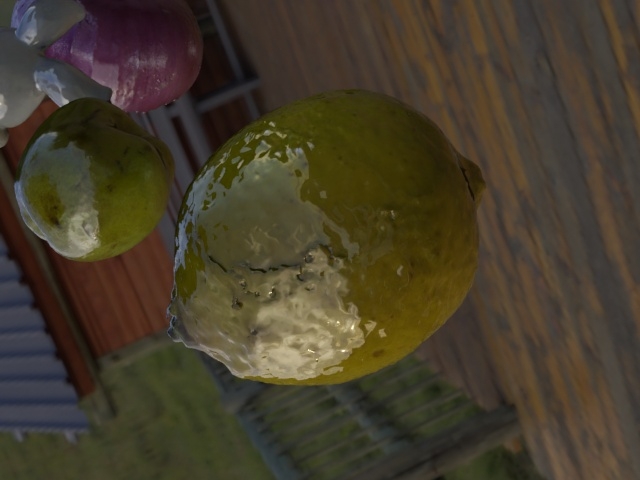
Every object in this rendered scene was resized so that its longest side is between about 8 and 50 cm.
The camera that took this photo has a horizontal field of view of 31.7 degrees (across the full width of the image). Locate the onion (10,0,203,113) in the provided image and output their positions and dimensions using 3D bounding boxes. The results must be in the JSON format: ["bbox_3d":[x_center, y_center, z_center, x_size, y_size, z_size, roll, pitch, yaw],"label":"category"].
[{"bbox_3d":[-0.394,-0.393,2.104,0.358,0.358,0.345,59,151,28],"label":"onion"}]

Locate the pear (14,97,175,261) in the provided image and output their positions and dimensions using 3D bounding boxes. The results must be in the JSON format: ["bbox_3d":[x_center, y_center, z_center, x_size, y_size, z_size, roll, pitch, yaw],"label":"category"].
[{"bbox_3d":[-0.281,-0.070,1.389,0.200,0.200,0.200,59,165,26],"label":"pear"}]

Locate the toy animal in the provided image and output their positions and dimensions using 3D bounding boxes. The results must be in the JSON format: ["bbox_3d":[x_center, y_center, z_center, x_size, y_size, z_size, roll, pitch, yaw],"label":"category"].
[{"bbox_3d":[-0.461,-0.201,1.563,0.154,0.325,0.209,-23,-86,-80],"label":"toy animal"}]

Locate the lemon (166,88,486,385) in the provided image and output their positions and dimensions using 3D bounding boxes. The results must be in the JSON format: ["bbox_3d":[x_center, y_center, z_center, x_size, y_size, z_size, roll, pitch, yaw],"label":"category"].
[{"bbox_3d":[0.000,0.000,0.994,0.254,0.310,0.253,62,176,7],"label":"lemon"}]
